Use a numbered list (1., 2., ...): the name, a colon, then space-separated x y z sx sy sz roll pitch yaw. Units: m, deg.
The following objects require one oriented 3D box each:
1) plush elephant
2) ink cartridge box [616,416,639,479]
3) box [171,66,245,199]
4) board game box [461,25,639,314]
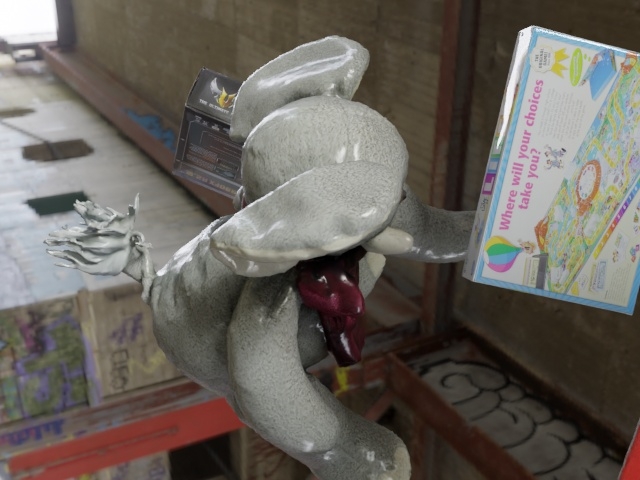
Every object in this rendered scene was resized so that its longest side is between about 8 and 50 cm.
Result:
1. plush elephant: 0.000 0.000 0.651 0.255 0.330 0.271 -39 -147 35
2. ink cartridge box: 0.259 0.133 0.371 0.066 0.261 0.296 -114 -144 -72
3. box: -0.052 -0.092 1.014 0.183 0.231 0.056 124 -12 -66
4. board game box: 0.154 -0.041 0.524 0.026 0.104 0.154 -139 -118 -82
